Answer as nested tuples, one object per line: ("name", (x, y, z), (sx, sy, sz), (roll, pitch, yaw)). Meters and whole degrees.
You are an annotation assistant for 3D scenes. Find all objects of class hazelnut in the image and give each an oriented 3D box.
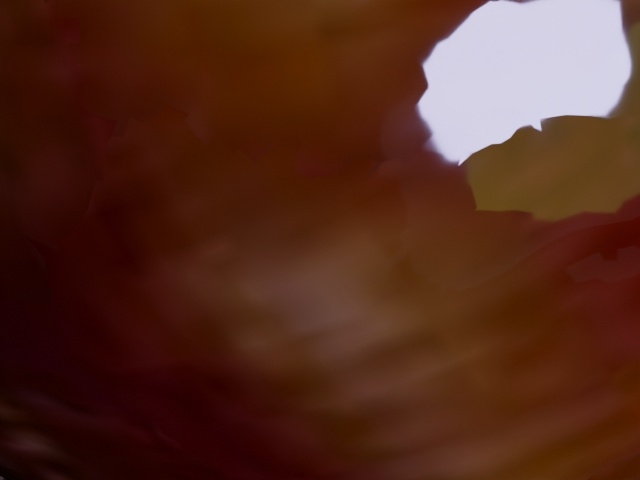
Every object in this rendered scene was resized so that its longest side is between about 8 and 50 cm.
("hazelnut", (-0.016, -0.075, 0.506), (0.420, 0.353, 0.421), (-12, 132, -14))

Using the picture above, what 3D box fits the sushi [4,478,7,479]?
("sushi", (-0.162, 0.243, 1.003), (0.290, 0.050, 0.264), (-52, 150, 8))
